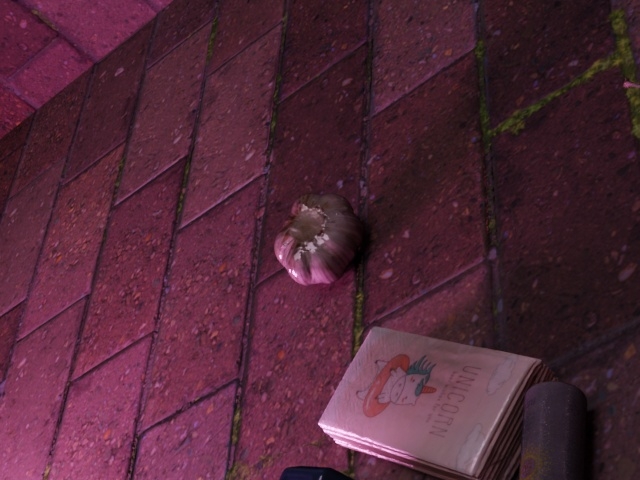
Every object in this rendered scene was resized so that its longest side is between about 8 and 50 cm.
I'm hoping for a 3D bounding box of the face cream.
[{"bbox_3d":[0.251,0.287,1.450,0.073,0.073,0.283,-26,37,36],"label":"face cream"}]

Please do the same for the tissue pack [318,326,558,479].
[{"bbox_3d":[0.142,0.209,1.692,0.325,0.071,0.170,7,60,57],"label":"tissue pack"}]

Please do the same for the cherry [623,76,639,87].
[{"bbox_3d":[0.500,-0.245,1.681,0.188,0.115,0.148,17,90,64],"label":"cherry"}]

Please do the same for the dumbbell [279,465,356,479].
[{"bbox_3d":[-0.030,0.438,1.594,0.144,0.160,0.324,117,179,-66],"label":"dumbbell"}]

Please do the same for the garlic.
[{"bbox_3d":[0.000,0.000,2.099,0.147,0.102,0.159,-19,51,22],"label":"garlic"}]
